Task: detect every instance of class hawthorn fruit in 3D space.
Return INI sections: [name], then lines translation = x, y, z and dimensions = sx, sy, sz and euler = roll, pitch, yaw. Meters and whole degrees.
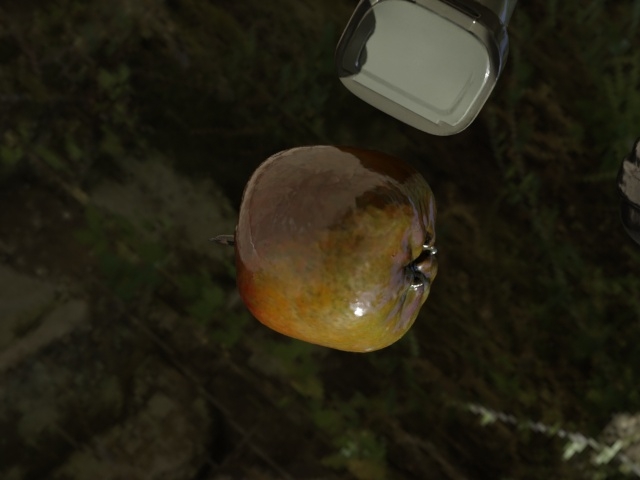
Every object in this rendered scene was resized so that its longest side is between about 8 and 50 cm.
[hawthorn fruit]
translation = 0.000, 0.000, 1.812
dimensions = 0.268, 0.301, 0.267
euler = 10, 90, -77

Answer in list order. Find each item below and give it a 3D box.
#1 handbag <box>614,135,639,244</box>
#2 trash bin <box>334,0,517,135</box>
[handbag]
translation = 0.396, -0.026, 1.137
dimensions = 0.254, 0.308, 0.093
euler = -114, -151, -69
[trash bin]
translation = 0.175, -0.325, 1.988
dimensions = 0.250, 0.220, 0.219
euler = -62, -177, -36
